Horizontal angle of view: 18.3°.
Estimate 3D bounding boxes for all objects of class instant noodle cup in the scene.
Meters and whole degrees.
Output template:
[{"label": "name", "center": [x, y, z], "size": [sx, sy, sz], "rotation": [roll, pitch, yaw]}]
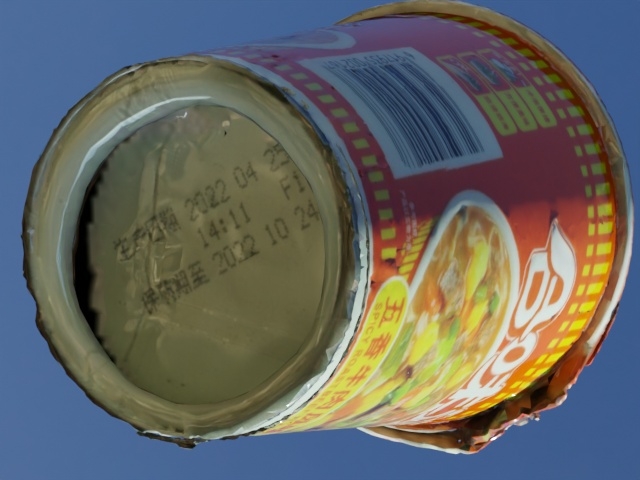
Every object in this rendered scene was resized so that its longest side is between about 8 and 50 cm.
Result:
[{"label": "instant noodle cup", "center": [0.000, 0.000, 0.743], "size": [0.193, 0.212, 0.193], "rotation": [2, -86, 25]}]
